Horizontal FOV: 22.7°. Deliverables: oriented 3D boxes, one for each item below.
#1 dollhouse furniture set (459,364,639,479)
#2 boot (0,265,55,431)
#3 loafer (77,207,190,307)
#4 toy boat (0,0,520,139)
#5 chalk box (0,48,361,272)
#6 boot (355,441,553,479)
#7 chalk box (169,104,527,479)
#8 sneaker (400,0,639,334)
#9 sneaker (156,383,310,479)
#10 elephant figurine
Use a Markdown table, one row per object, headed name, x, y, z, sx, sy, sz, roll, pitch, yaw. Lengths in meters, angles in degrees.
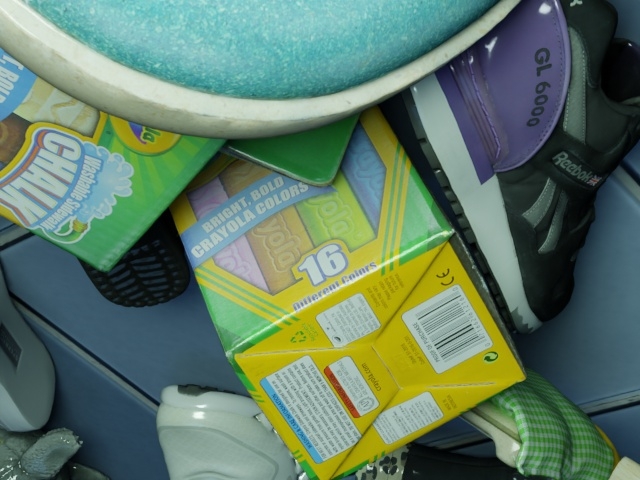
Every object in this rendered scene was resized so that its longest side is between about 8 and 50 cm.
| name | x | y | z | sx | sy | sz | roll | pitch | yaw |
| --- | --- | --- | --- | --- | --- | --- | --- | --- | --- |
| dollhouse furniture set | 0.184 | 0.091 | 0.963 | 0.301 | 0.151 | 0.197 | 32 | 177 | 30 |
| boot | -0.292 | 0.062 | 1.174 | 0.123 | 0.095 | 0.258 | 1 | 142 | 13 |
| loafer | -0.138 | -0.051 | 0.970 | 0.080 | 0.078 | 0.220 | -11 | 137 | 3 |
| toy boat | -0.052 | -0.196 | 0.644 | 0.318 | 0.267 | 0.148 | 55 | 146 | 5 |
| chalk box | -0.112 | -0.121 | 0.786 | 0.289 | 0.180 | 0.179 | 31 | 142 | -14 |
| boot | 0.127 | 0.236 | 1.228 | 0.178 | 0.085 | 0.236 | 7 | 136 | 19 |
| chalk box | 0.000 | 0.000 | 0.881 | 0.132 | 0.213 | 0.132 | -29 | 132 | 3 |
| sneaker | 0.127 | -0.042 | 0.848 | 0.124 | 0.107 | 0.283 | -23 | 150 | 6 |
| sneaker | -0.064 | 0.222 | 1.268 | 0.110 | 0.118 | 0.292 | 4 | 140 | 22 |
| elephant figurine | -0.257 | 0.246 | 1.368 | 0.186 | 0.169 | 0.239 | 31 | 162 | 43 |
